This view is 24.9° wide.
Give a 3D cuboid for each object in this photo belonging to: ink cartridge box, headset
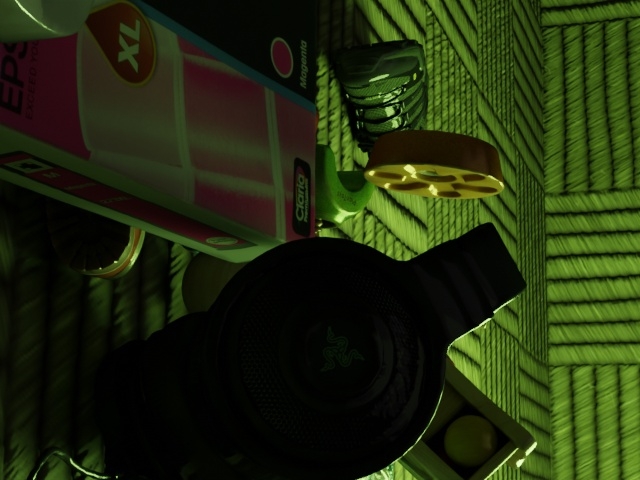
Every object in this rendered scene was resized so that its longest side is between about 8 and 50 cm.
[{"bbox_3d":[-0.118,-0.111,0.716,0.371,0.069,0.175,21,65,-55],"label":"ink cartridge box"},{"bbox_3d":[-0.029,0.115,0.825,0.394,0.243,0.185,-24,84,-42],"label":"headset"}]

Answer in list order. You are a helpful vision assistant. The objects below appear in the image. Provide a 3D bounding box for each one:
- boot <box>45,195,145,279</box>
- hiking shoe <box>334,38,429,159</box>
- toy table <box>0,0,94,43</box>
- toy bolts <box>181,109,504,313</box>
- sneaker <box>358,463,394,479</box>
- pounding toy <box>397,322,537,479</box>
[{"bbox_3d":[-0.128,-0.053,0.833,0.084,0.059,0.158,71,18,-79],"label":"boot"},{"bbox_3d":[0.071,-0.130,1.435,0.227,0.086,0.114,16,68,-73],"label":"hiking shoe"},{"bbox_3d":[-0.072,-0.191,0.512,0.274,0.161,0.252,68,19,-62],"label":"toy table"},{"bbox_3d":[0.000,0.000,1.024,0.228,0.218,0.158,20,73,-52],"label":"toy bolts"},{"bbox_3d":[-0.001,0.208,1.102,0.283,0.110,0.122,41,51,-67],"label":"sneaker"},{"bbox_3d":[0.084,0.090,1.209,0.155,0.269,0.154,-42,147,-11],"label":"pounding toy"}]
